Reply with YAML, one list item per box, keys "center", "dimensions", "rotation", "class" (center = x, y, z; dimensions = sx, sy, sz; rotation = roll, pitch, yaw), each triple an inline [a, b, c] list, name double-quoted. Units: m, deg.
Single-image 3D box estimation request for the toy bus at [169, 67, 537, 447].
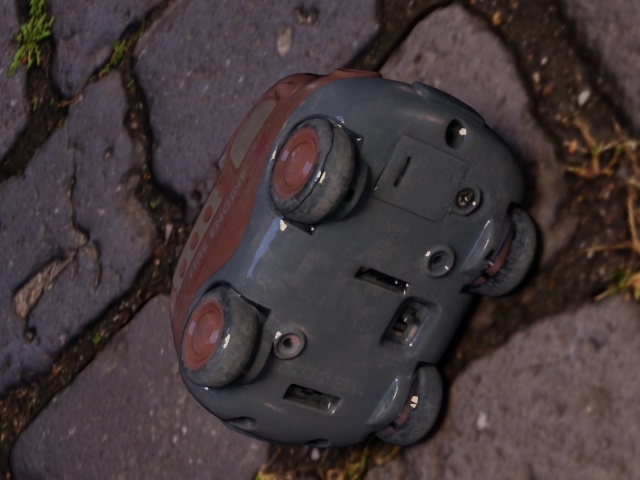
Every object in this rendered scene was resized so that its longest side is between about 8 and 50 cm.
- center: [0.000, 0.000, 1.045]
  dimensions: [0.294, 0.197, 0.232]
  rotation: [-62, 31, 14]
  class: "toy bus"
